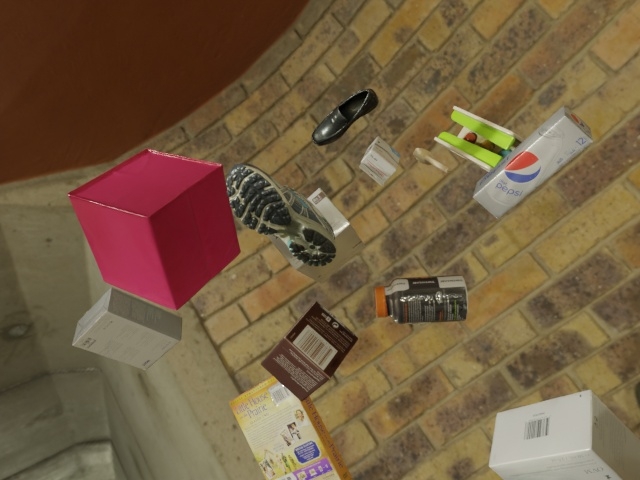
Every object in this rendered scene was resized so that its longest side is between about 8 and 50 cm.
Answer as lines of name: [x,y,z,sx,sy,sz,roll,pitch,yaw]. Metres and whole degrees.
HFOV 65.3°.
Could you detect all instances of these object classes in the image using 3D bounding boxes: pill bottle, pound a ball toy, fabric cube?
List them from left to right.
fabric cube: [-0.381,-0.038,1.197,0.259,0.254,0.258,-47,-38,-44]
pill bottle: [0.273,0.165,1.381,0.245,0.130,0.130,-3,-20,5]
pound a ball toy: [0.468,-0.278,1.572,0.136,0.319,0.208,20,-72,-36]

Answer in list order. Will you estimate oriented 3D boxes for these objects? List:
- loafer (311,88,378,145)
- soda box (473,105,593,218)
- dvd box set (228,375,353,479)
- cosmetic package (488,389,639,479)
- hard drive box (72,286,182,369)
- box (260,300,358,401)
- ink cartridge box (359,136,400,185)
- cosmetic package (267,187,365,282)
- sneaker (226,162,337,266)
loafer: [0.060,-0.349,1.402,0.223,0.076,0.078,-35,-16,18]
soda box: [0.510,-0.186,1.218,0.286,0.091,0.098,-47,4,37]
dvd box set: [-0.110,0.671,1.680,0.307,0.420,0.062,-38,-14,29]
cosmetic package: [0.506,0.445,0.997,0.224,0.224,0.138,-38,14,43]
hard drive box: [-0.545,0.258,1.424,0.181,0.089,0.232,-40,-52,22]
box: [-0.034,0.318,1.431,0.167,0.168,0.203,-46,-4,-43]
ink cartridge box: [0.195,-0.258,1.614,0.060,0.104,0.180,-47,9,31]
cosmetic package: [0.000,0.000,1.597,0.217,0.156,0.385,-41,-15,4]
sneaker: [-0.081,-0.064,1.061,0.110,0.283,0.122,-37,23,25]
